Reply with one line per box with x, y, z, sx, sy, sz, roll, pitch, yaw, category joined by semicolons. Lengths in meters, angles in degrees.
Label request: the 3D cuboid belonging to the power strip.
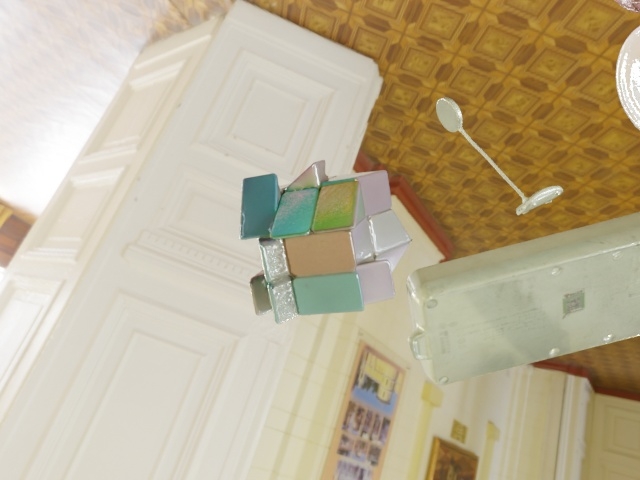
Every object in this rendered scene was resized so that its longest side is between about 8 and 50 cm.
0.207;0.053;0.427;0.270;0.046;0.118;-14;120;1;power strip

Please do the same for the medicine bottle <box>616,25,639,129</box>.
0.728;-0.322;0.807;0.324;0.256;0.256;-19;154;-2;medicine bottle

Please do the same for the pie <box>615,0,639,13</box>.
0.487;-0.407;0.677;0.038;0.154;0.153;12;161;-19;pie

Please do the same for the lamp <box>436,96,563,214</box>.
0.227;-0.120;0.622;0.198;0.056;0.050;56;173;17;lamp

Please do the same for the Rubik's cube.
0.000;0.000;1.092;0.368;0.358;0.387;-20;-167;-38;Rubik's cube
